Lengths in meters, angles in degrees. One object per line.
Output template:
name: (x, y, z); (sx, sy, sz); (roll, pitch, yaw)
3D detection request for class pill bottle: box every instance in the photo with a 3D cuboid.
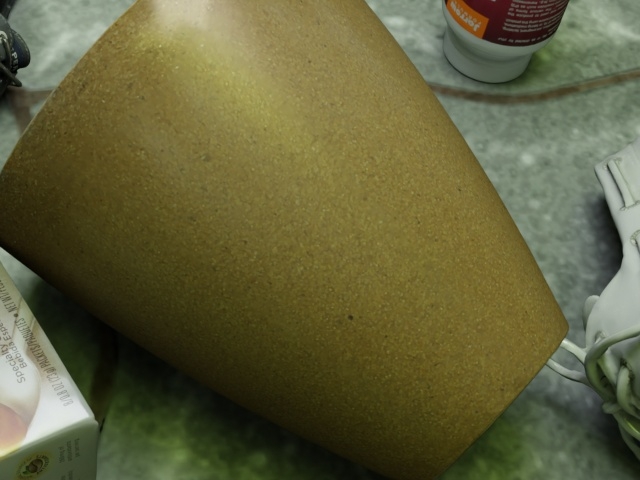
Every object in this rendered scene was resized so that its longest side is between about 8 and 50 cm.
pill bottle: (0.131, -0.182, 0.884); (0.086, 0.152, 0.086); (5, 52, -7)

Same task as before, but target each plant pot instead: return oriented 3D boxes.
plant pot: (0.000, 0.000, 0.690); (0.254, 0.237, 0.237); (42, 56, 6)

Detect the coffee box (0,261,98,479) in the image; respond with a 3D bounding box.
coffee box: (-0.248, 0.108, 0.619); (0.246, 0.098, 0.141); (-24, 60, -26)

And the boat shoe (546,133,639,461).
boat shoe: (0.198, 0.055, 0.717); (0.156, 0.136, 0.367); (-25, 34, 21)

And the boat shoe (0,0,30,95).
boat shoe: (-0.222, -0.123, 0.825); (0.076, 0.080, 0.228); (3, 45, -7)
